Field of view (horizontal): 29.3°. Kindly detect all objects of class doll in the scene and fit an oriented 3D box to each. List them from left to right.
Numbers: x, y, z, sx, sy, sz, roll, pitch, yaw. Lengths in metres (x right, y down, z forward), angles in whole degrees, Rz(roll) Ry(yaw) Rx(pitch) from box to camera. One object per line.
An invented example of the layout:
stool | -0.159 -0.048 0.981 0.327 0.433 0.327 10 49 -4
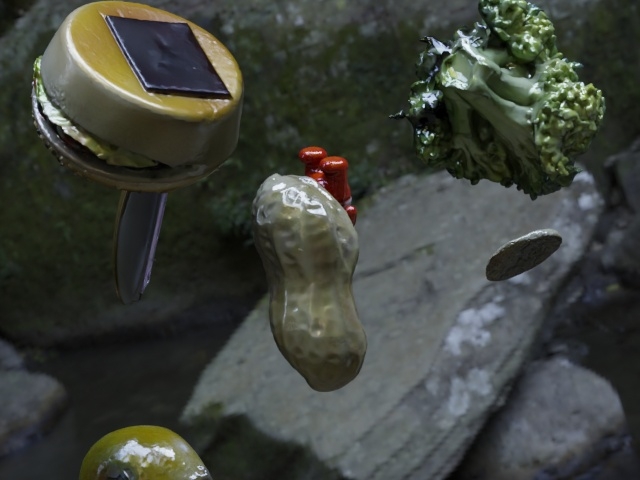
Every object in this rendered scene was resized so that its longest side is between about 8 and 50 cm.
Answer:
doll | 0.000 0.000 2.283 0.105 0.337 0.199 -11 23 -30

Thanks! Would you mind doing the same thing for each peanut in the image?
peanut | -0.013 0.057 1.720 0.149 0.313 0.149 -7 -11 -1

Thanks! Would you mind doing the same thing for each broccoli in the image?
broccoli | 0.263 -0.214 1.901 0.293 0.348 0.281 -36 -31 15

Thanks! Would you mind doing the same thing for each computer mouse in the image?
computer mouse | -0.276 -0.054 1.899 0.071 0.311 0.158 14 16 -4

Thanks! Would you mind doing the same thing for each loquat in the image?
loquat | -0.225 0.319 1.601 0.195 0.152 0.152 0 20 34

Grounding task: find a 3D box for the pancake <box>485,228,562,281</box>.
pancake | 0.352 0.026 2.138 0.151 0.025 0.152 -22 -23 -10

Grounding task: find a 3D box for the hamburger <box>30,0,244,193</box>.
hamburger | -0.247 -0.187 1.632 0.300 0.300 0.176 -32 -25 -51
